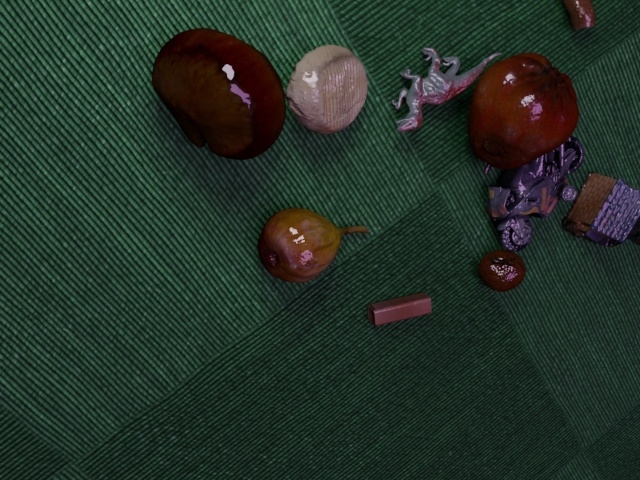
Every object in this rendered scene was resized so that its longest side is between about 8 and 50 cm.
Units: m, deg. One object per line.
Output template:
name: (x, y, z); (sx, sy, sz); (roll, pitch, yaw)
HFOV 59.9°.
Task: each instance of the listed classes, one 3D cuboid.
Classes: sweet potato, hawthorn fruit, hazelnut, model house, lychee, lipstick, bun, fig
sweet potato: (0.551, -0.603, 1.201); (0.067, 0.059, 0.281); (-6, 107, 20)
hawthorn fruit: (0.409, -0.255, 1.181); (0.224, 0.224, 0.260); (10, 135, -21)
hazelnut: (-0.170, -0.269, 0.989); (0.252, 0.217, 0.217); (38, 91, 0)
model house: (0.744, -0.054, 1.363); (0.183, 0.172, 0.166); (23, 96, -23)
lychee: (0.440, 0.067, 1.326); (0.101, 0.114, 0.140); (-34, 147, -36)
lipstick: (0.186, 0.162, 1.308); (0.146, 0.045, 0.045); (-10, 106, -14)
bun: (0.006, -0.290, 1.067); (0.188, 0.111, 0.164); (-40, 140, -35)
fig: (0.000, 0.000, 1.165); (0.257, 0.159, 0.159); (-12, 110, -33)

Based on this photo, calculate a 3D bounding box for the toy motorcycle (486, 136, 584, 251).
toy motorcycle: (0.489, -0.129, 1.295); (0.173, 0.108, 0.307); (29, 92, -18)

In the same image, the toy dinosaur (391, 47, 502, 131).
toy dinosaur: (0.265, -0.326, 1.162); (0.242, 0.053, 0.167); (-10, 78, 2)
